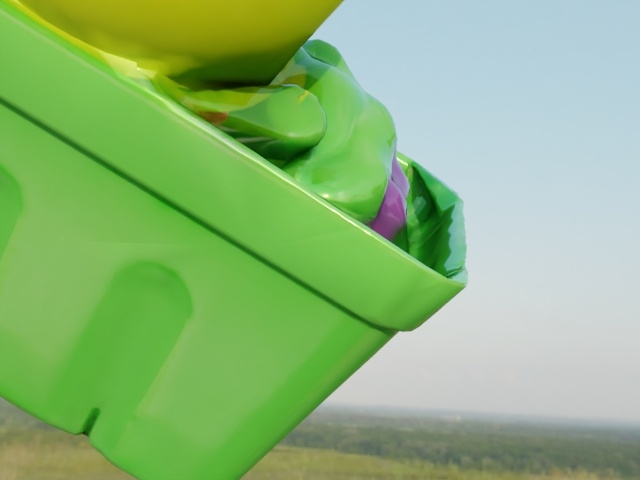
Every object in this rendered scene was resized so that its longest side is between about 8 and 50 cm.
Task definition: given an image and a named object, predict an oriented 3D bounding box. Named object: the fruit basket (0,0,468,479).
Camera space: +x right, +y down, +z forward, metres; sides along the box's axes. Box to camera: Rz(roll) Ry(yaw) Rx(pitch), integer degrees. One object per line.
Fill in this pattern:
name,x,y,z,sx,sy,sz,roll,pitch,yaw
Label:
fruit basket,-0.078,-0.112,0.438,0.392,0.392,0.283,3,12,7
